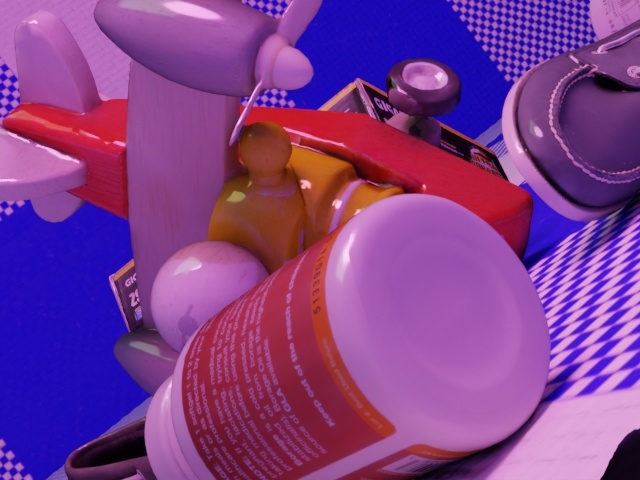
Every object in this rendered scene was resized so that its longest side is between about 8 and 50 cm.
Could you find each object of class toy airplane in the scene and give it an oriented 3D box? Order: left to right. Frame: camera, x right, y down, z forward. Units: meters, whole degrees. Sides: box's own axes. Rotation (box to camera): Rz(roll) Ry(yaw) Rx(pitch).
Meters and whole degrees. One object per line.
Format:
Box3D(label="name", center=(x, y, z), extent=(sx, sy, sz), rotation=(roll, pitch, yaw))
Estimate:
Box3D(label="toy airplane", center=(-0.088, -0.024, 0.965), extent=(0.384, 0.386, 0.272), rotation=(-30, 30, 29))

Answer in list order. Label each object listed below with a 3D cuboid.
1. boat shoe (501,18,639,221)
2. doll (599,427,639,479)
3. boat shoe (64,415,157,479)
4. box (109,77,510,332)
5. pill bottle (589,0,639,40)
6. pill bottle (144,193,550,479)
Box3D(label="boat shoe", center=(0.232, -0.111, 0.924), extent=(0.099, 0.116, 0.319), rotation=(-41, -6, 40))
Box3D(label="doll", center=(0.090, 0.065, 0.309), extent=(0.129, 0.046, 0.189), rotation=(-37, 1, 46))
Box3D(label="boat shoe", center=(-0.053, 0.120, 0.845), extent=(0.335, 0.095, 0.112), rotation=(-36, 2, 34))
Box3D(label="box", center=(0.000, 0.000, 1.259), extent=(0.322, 0.079, 0.257), rotation=(-37, -32, 24))
Box3D(label="pill bottle", center=(0.417, -0.285, 1.423), extent=(0.131, 0.131, 0.229), rotation=(-39, 2, -39))
Box3D(label="pill bottle", center=(0.001, 0.071, 0.648), extent=(0.121, 0.121, 0.216), rotation=(-39, 3, -42))
